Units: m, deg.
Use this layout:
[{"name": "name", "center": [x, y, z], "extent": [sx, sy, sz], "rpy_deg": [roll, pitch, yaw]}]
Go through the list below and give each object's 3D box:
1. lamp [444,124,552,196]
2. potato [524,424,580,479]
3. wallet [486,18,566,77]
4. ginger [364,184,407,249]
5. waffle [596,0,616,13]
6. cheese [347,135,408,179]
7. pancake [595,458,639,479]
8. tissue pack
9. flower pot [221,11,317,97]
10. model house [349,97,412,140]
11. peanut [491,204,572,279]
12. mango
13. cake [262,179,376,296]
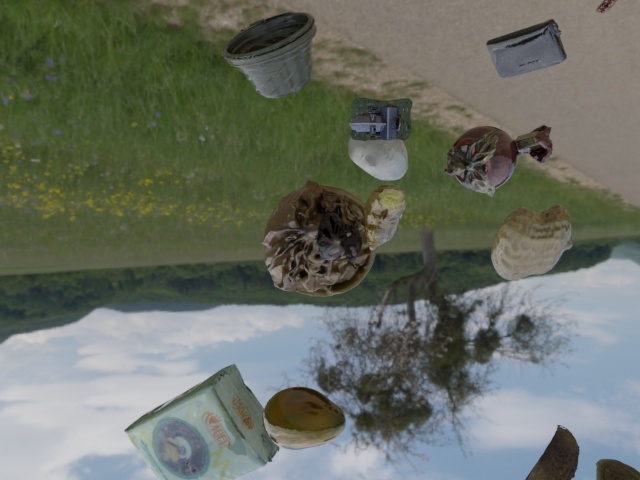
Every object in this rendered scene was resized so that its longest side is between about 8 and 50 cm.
[{"name": "lamp", "center": [0.398, -0.202, 1.263], "extent": [0.215, 0.151, 0.223], "rpy_deg": [-2, -144, 50]}, {"name": "potato", "center": [0.740, 0.732, 1.736], "extent": [0.261, 0.100, 0.120], "rpy_deg": [-43, -134, -22]}, {"name": "wallet", "center": [0.664, -0.610, 1.769], "extent": [0.250, 0.149, 0.044], "rpy_deg": [2, -139, 51]}, {"name": "ginger", "center": [0.126, -0.048, 1.144], "extent": [0.115, 0.081, 0.205], "rpy_deg": [-36, 162, 0]}, {"name": "waffle", "center": [0.741, -0.616, 1.400], "extent": [0.083, 0.029, 0.075], "rpy_deg": [-45, 172, -31]}, {"name": "cheese", "center": [0.180, -0.284, 1.732], "extent": [0.198, 0.154, 0.189], "rpy_deg": [41, -161, 17]}, {"name": "pancake", "center": [0.526, 0.427, 0.951], "extent": [0.108, 0.017, 0.108], "rpy_deg": [7, -143, -5]}, {"name": "tissue pack", "center": [-0.340, 0.571, 1.605], "extent": [0.388, 0.287, 0.162], "rpy_deg": [-33, -178, 26]}, {"name": "flower pot", "center": [-0.105, -0.428, 1.300], "extent": [0.236, 0.140, 0.235], "rpy_deg": [-12, -141, 10]}, {"name": "model house", "center": [0.155, -0.314, 1.435], "extent": [0.167, 0.116, 0.088], "rpy_deg": [4, -166, 9]}, {"name": "peanut", "center": [0.541, 0.003, 1.392], "extent": [0.233, 0.196, 0.110], "rpy_deg": [-7, -154, -12]}, {"name": "mango", "center": [-0.031, 0.288, 0.887], "extent": [0.111, 0.089, 0.163], "rpy_deg": [-27, -172, -21]}, {"name": "cake", "center": [0.002, 0.009, 1.490], "extent": [0.333, 0.331, 0.321], "rpy_deg": [-2, -169, -1]}]
